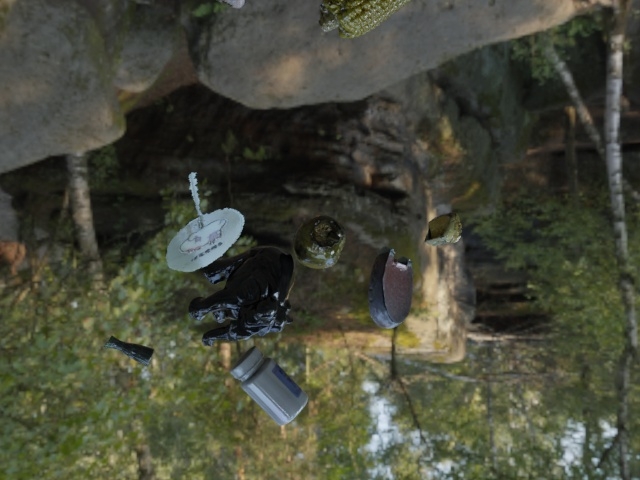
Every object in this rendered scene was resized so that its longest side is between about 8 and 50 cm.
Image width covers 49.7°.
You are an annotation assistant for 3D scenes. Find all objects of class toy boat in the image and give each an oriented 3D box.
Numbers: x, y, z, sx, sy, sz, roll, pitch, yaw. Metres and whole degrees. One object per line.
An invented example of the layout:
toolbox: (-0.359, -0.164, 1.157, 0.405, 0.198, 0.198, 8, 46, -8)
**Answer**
toy boat: (0.186, 0.136, 1.930, 0.085, 0.227, 0.155, -12, 150, 39)

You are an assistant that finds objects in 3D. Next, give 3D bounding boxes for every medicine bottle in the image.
medicine bottle: (-0.127, 0.354, 1.687, 0.103, 0.186, 0.103, -43, -176, 4)

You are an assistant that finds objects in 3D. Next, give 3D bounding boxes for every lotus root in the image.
lotus root: (-0.002, -0.002, 1.888, 0.154, 0.154, 0.278, 0, 172, -6)

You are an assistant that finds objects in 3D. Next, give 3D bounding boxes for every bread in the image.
bread: (0.283, -0.025, 1.575, 0.053, 0.072, 0.106, 19, 167, -18)

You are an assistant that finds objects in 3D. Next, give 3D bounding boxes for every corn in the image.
corn: (0.135, -0.518, 1.387, 0.322, 0.119, 0.119, -35, 176, 7)

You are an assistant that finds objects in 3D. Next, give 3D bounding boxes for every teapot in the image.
teapot: (-0.449, 0.255, 1.618, 0.111, 0.042, 0.043, 24, 176, -11)

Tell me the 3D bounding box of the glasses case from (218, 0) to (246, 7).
glasses case: (-0.358, -0.809, 2.075, 0.314, 0.075, 0.122, 35, 168, -8)

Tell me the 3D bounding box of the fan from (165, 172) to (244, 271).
fan: (-0.245, -0.039, 1.412, 0.191, 0.009, 0.329, -31, 153, -18)

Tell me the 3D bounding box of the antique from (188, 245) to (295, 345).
antique: (-0.193, 0.137, 1.882, 0.255, 0.322, 0.185, -4, 136, 24)
